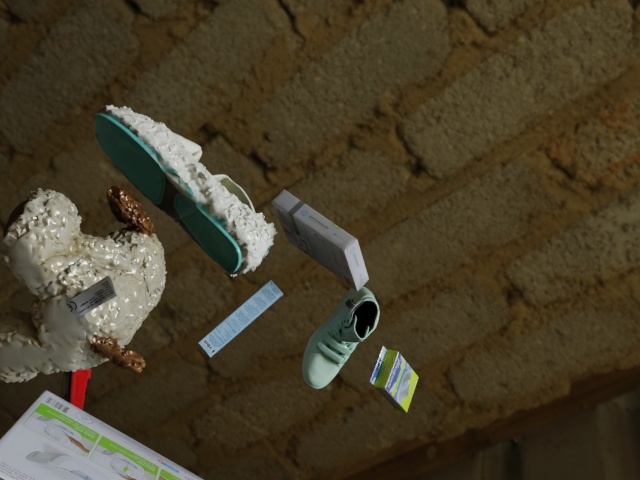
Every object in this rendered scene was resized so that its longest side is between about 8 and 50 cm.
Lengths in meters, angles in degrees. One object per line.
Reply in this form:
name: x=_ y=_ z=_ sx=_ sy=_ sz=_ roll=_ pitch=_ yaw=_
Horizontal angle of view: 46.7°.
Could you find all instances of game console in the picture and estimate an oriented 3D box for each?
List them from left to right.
game console: x=-0.531 y=0.403 z=1.543 sx=0.342 sy=0.060 sz=0.387 roll=-105 pitch=-151 yaw=-56

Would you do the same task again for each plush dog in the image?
plush dog: x=-0.272 y=0.062 z=0.939 sx=0.225 sy=0.210 sz=0.263 roll=-54 pitch=164 yaw=-63

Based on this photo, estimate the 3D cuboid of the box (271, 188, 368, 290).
box: x=0.000 y=0.000 z=1.370 sx=0.186 sy=0.145 sz=0.038 roll=36 pitch=-108 yaw=30

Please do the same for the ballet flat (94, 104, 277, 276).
ballet flat: x=-0.240 y=-0.102 z=1.356 sx=0.147 sy=0.409 sz=0.147 roll=-43 pitch=171 yaw=-8

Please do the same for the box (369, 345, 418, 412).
box: x=0.196 y=0.364 z=1.942 sx=0.042 sy=0.178 sz=0.109 roll=5 pitch=-121 yaw=34

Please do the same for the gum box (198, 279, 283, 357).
gum box: x=-0.163 y=0.156 z=1.487 sx=0.184 sy=0.041 sz=0.157 roll=-40 pitch=-179 yaw=-11

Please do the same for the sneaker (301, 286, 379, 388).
sneaker: x=0.040 y=0.219 z=1.611 sx=0.256 sy=0.094 sz=0.151 roll=-60 pitch=-173 yaw=1

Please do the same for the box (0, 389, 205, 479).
box: x=-0.252 y=0.310 z=0.818 sx=0.127 sy=0.262 sz=0.231 roll=-57 pitch=-172 yaw=4
